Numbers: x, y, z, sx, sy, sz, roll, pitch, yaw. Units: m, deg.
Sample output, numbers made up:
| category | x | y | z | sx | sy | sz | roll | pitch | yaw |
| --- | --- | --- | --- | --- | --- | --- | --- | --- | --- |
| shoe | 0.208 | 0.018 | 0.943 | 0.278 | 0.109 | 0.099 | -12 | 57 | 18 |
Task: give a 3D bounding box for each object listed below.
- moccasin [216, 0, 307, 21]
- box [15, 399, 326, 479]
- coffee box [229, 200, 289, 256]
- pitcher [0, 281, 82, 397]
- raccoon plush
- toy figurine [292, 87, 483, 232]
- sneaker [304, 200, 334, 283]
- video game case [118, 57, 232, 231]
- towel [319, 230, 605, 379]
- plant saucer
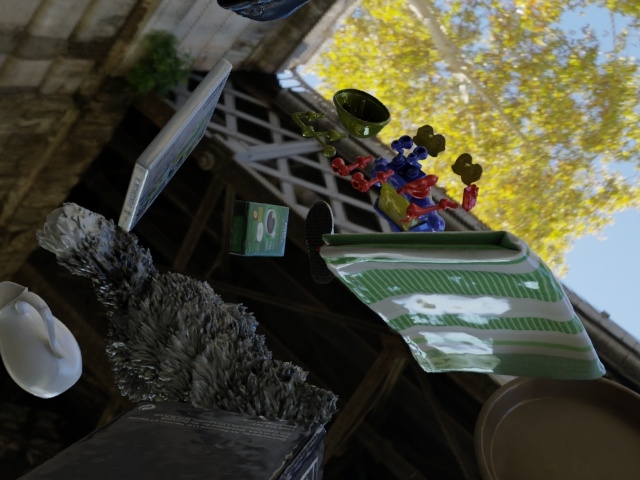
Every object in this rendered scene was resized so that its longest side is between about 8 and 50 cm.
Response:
| category | x | y | z | sx | sy | sz | roll | pitch | yaw |
| --- | --- | --- | --- | --- | --- | --- | --- | --- | --- |
| moccasin | -0.051 | -0.400 | 1.124 | 0.342 | 0.116 | 0.138 | -29 | -106 | 59 |
| box | -0.122 | 0.299 | 0.528 | 0.182 | 0.294 | 0.297 | 5 | -84 | 13 |
| coffee box | -0.127 | -0.023 | 1.625 | 0.040 | 0.184 | 0.113 | 6 | -88 | 24 |
| pitcher | -0.497 | 0.175 | 1.359 | 0.177 | 0.125 | 0.207 | -2 | -58 | 44 |
| raccoon plush | -0.187 | 0.163 | 1.046 | 0.299 | 0.446 | 0.216 | 25 | -100 | 49 |
| toy figurine | 0.112 | -0.090 | 1.384 | 0.362 | 0.191 | 0.217 | 44 | -27 | 35 |
| sneaker | 0.000 | 0.000 | 1.522 | 0.057 | 0.075 | 0.161 | -4 | -81 | 2 |
| video game case | -0.320 | -0.204 | 1.679 | 0.036 | 0.329 | 0.300 | 33 | -31 | -5 |
| towel | 0.170 | 0.086 | 0.899 | 0.247 | 0.325 | 0.038 | -2 | -123 | 32 |
| plant saucer | 0.332 | 0.281 | 0.979 | 0.277 | 0.278 | 0.041 | 26 | -45 | 26 |
